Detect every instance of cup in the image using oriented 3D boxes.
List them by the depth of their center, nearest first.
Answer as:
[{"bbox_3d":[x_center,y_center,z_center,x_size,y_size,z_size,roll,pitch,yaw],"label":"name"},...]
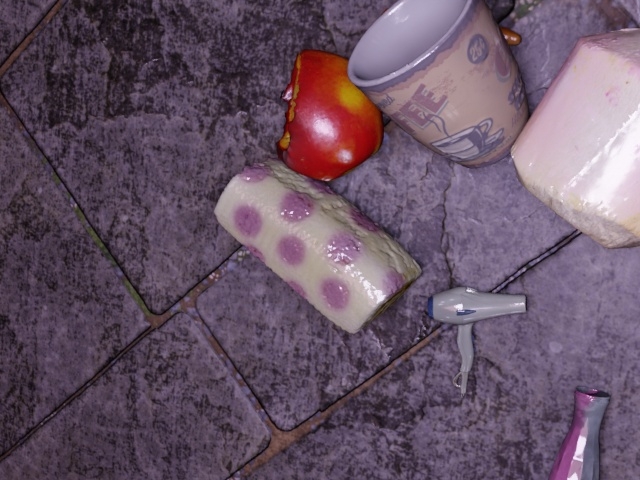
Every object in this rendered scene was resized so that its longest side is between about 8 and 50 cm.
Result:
[{"bbox_3d":[0.187,-0.252,1.277,0.227,0.301,0.257,-44,121,-1],"label":"cup"}]

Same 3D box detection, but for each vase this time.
[{"bbox_3d":[0.428,0.352,1.316,0.086,0.086,0.214,12,96,21],"label":"vase"}]

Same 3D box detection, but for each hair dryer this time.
[{"bbox_3d":[0.286,0.167,1.373,0.167,0.067,0.199,-17,100,17],"label":"hair dryer"}]

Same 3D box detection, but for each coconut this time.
[{"bbox_3d":[0.461,-0.157,1.146,0.297,0.297,0.309,40,110,14],"label":"coconut"}]

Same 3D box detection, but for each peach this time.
[{"bbox_3d":[-0.001,-0.217,1.368,0.196,0.190,0.226,-34,89,25],"label":"peach"}]

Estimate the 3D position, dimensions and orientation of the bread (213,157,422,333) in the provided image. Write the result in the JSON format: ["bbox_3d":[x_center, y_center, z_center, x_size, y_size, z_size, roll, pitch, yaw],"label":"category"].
[{"bbox_3d":[0.000,0.000,1.392,0.338,0.187,0.155,41,116,14],"label":"bread"}]

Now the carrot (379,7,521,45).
[{"bbox_3d":[0.216,-0.359,1.346,0.248,0.043,0.043,14,101,18],"label":"carrot"}]
